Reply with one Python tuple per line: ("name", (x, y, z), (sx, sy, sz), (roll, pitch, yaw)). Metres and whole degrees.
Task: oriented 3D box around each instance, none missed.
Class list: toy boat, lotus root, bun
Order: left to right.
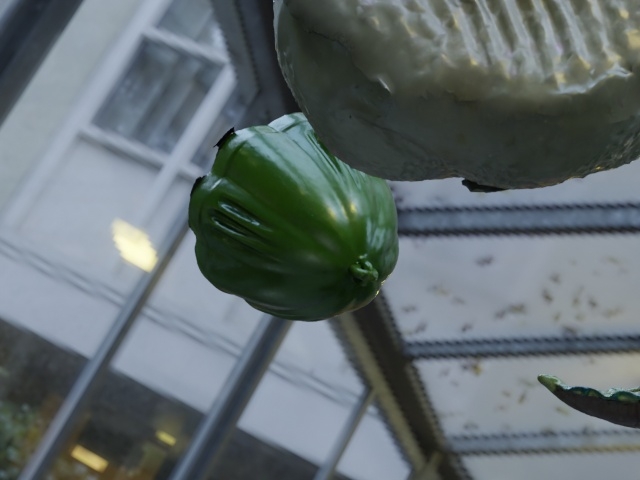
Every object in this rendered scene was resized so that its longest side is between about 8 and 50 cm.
("lotus root", (0.000, 0.000, 1.291), (0.186, 0.186, 0.186), (26, -18, 9))
("bun", (0.093, -0.124, 0.757), (0.239, 0.239, 0.141), (26, -21, 12))
("toy boat", (0.402, 0.162, 1.762), (0.293, 0.099, 0.108), (-16, -1, 2))
